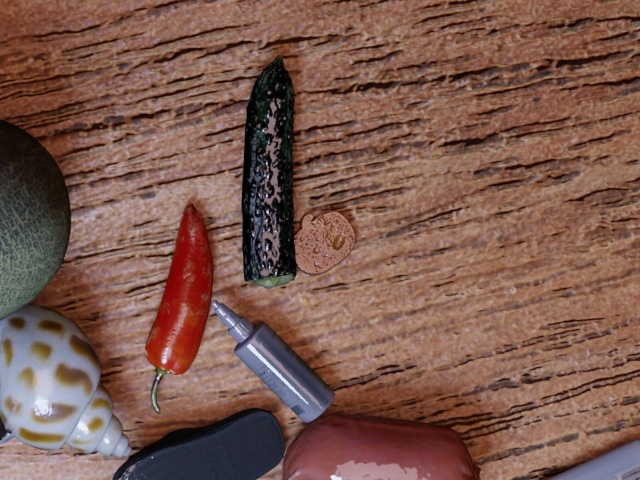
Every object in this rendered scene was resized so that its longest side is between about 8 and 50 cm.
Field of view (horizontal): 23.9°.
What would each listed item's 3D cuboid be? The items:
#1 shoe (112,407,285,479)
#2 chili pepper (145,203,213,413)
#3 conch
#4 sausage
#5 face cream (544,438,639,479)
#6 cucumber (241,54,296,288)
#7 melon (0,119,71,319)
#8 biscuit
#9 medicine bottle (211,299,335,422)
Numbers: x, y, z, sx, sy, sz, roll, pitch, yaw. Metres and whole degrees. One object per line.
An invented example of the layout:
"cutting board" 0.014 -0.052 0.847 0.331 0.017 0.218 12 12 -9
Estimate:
"shoe" -0.161 0.289 1.922 0.241 0.093 0.108 -23 98 -31
"chili pepper" -0.177 0.088 1.931 0.071 0.063 0.272 15 84 -23
"conch" -0.351 0.174 1.852 0.275 0.149 0.182 46 116 16
"sausage" 0.082 0.292 1.922 0.254 0.148 0.148 11 88 -8
"face cream" 0.334 0.376 1.988 0.291 0.071 0.144 -25 91 -8
"cucumber" -0.064 -0.088 1.943 0.072 0.072 0.300 1 88 -8
"melon" -0.415 -0.027 1.767 0.249 0.329 0.248 0 106 0
"biscuit" 0.000 0.000 1.976 0.091 0.015 0.078 -33 92 -7
"medicine bottle" -0.068 0.147 1.939 0.199 0.057 0.057 45 84 -8
